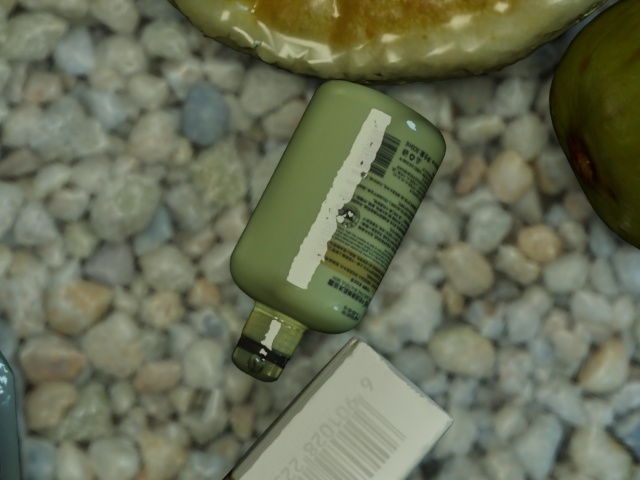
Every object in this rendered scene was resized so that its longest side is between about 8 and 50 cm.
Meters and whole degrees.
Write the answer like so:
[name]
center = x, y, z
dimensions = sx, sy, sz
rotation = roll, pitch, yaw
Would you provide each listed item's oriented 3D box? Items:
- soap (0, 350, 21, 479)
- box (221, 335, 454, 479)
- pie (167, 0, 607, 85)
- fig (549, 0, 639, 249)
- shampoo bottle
[soap]
center = -0.236, 0.103, 0.681
dimensions = 0.145, 0.091, 0.231
rotation = -5, 83, -3
[box]
center = -0.037, 0.155, 0.642
dimensions = 0.067, 0.149, 0.233
rotation = 41, 86, 7
[pie]
center = 0.032, -0.234, 0.663
dimensions = 0.339, 0.077, 0.339
rotation = 2, 110, 6
[fig]
center = 0.218, -0.068, 0.666
dimensions = 0.186, 0.142, 0.148
rotation = -23, 111, 11
[shampoo bottle]
center = 0.000, 0.000, 0.694
dimensions = 0.079, 0.079, 0.162
rotation = 27, 86, 3
